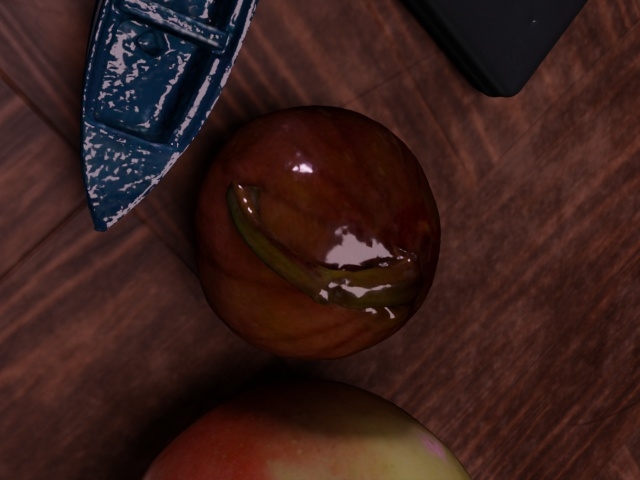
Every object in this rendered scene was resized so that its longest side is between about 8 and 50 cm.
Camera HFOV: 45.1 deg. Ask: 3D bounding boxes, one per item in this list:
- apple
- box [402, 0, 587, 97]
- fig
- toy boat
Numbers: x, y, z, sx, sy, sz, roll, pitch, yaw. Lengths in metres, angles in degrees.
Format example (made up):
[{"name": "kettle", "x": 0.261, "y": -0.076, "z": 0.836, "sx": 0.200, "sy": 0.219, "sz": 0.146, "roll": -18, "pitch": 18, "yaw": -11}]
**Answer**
[{"name": "apple", "x": -0.017, "y": 0.270, "z": 0.617, "sx": 0.319, "sy": 0.277, "sz": 0.319, "roll": -5, "pitch": 103, "yaw": -23}, {"name": "box", "x": 0.179, "y": -0.251, "z": 0.654, "sx": 0.160, "sy": 0.050, "sz": 0.230, "roll": 38, "pitch": 88, "yaw": -36}, {"name": "fig", "x": 0.001, "y": 0.001, "z": 0.565, "sx": 0.205, "sy": 0.205, "sz": 0.205, "roll": -12, "pitch": 115, "yaw": -27}, {"name": "toy boat", "x": -0.106, "y": -0.150, "z": 0.519, "sx": 0.096, "sy": 0.061, "sz": 0.299, "roll": 16, "pitch": 100, "yaw": -35}]
